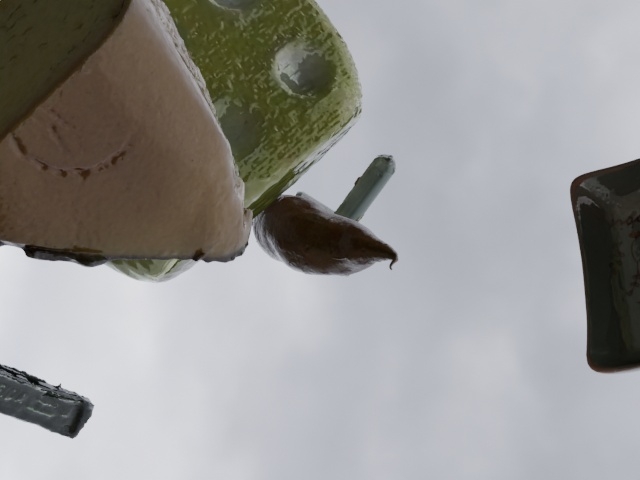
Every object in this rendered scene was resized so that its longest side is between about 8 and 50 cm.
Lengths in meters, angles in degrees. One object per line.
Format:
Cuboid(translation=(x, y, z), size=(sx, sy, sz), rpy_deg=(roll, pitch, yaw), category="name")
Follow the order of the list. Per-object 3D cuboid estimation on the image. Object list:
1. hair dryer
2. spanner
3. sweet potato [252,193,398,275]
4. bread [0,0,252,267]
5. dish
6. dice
Cuboid(translation=(0.024, -0.035, 1.784), size=(0.137, 0.082, 0.047), rpy_deg=(-52, -172, 38), category="hair dryer")
Cuboid(translation=(-0.239, 0.059, 1.086), size=(0.093, 0.325, 0.026), rpy_deg=(-46, -131, 13), category="spanner")
Cuboid(translation=(0.000, 0.000, 1.404), size=(0.195, 0.056, 0.056), rpy_deg=(19, -78, 54), category="sweet potato")
Cuboid(translation=(-0.130, -0.045, 0.968), size=(0.169, 0.160, 0.140), rpy_deg=(62, 3, -38), category="bread")
Cuboid(translation=(0.326, 0.024, 1.883), size=(0.151, 0.077, 0.212), rpy_deg=(-18, -120, 29), category="dish")
Cuboid(translation=(-0.091, -0.085, 1.291), size=(0.166, 0.169, 0.169), rpy_deg=(50, -33, 2), category="dice")
